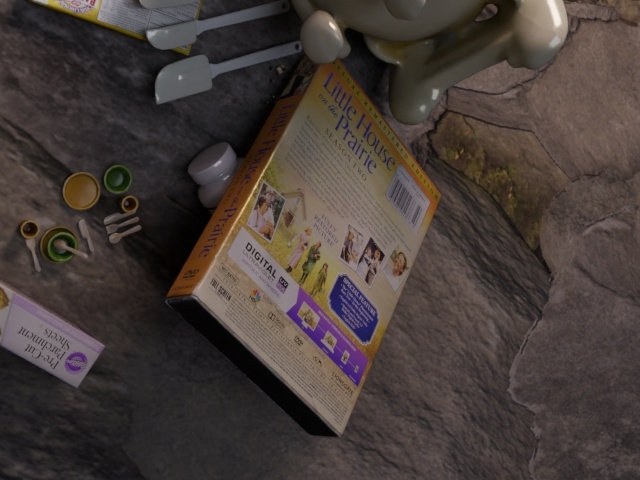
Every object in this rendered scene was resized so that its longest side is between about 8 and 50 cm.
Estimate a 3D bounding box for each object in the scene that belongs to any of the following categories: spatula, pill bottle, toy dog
[{"bbox_3d":[-0.121,-0.283,1.213,0.242,0.019,0.168,-25,116,-35],"label":"spatula"},{"bbox_3d":[-0.106,-0.053,1.259,0.086,0.086,0.152,-44,120,-17],"label":"pill bottle"},{"bbox_3d":[0.080,-0.391,1.171,0.408,0.285,0.395,23,66,-40],"label":"toy dog"}]

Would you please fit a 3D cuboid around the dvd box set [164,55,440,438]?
[{"bbox_3d":[0.000,0.000,1.259,0.307,0.062,0.420,48,52,-33],"label":"dvd box set"}]

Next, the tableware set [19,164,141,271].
[{"bbox_3d":[-0.296,-0.030,1.179,0.154,0.024,0.104,-24,112,-26],"label":"tableware set"}]

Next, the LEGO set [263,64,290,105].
[{"bbox_3d":[-0.051,-0.197,1.298,0.054,0.023,0.083,-29,115,-24],"label":"LEGO set"}]

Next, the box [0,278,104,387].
[{"bbox_3d":[-0.401,0.066,1.109,0.324,0.063,0.067,40,80,-33],"label":"box"}]

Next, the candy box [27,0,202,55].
[{"bbox_3d":[-0.239,-0.304,1.150,0.206,0.027,0.105,14,94,-35],"label":"candy box"}]
